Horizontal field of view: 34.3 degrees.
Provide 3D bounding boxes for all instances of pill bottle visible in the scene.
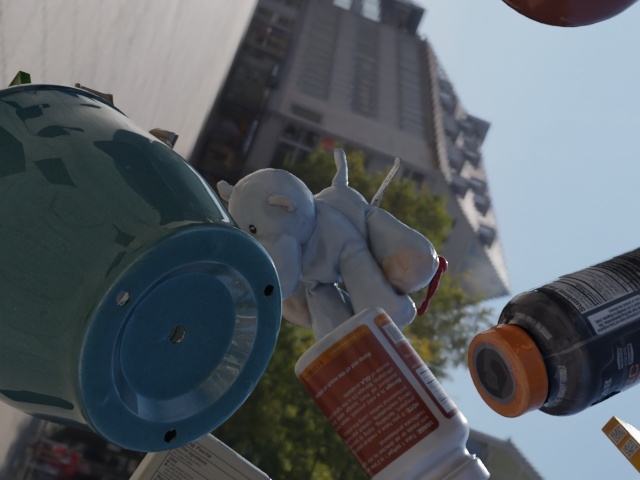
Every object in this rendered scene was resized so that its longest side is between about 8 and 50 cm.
[{"bbox_3d":[0.078,0.188,1.103,0.121,0.216,0.121,-34,167,-9],"label":"pill bottle"},{"bbox_3d":[0.267,0.095,1.036,0.130,0.245,0.130,40,-40,46],"label":"pill bottle"}]

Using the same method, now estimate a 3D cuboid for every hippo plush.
[{"bbox_3d":[0.000,0.000,1.332,0.234,0.236,0.294,12,-96,41],"label":"hippo plush"}]

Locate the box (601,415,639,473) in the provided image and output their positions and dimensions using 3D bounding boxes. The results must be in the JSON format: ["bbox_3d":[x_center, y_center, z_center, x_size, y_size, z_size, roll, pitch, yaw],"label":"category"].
[{"bbox_3d":[0.402,0.272,1.240,0.028,0.081,0.136,-51,-147,13],"label":"box"}]

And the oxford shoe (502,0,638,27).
[{"bbox_3d":[0.059,-0.273,0.535,0.123,0.348,0.130,-38,160,-3],"label":"oxford shoe"}]

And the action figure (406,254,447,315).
[{"bbox_3d":[0.149,0.090,1.906,0.280,0.091,0.139,-13,119,-53],"label":"action figure"}]

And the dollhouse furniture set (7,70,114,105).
[{"bbox_3d":[-0.359,-0.180,1.439,0.058,0.151,0.076,-45,-133,31],"label":"dollhouse furniture set"}]

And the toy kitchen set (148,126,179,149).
[{"bbox_3d":[-0.185,-0.100,1.087,0.068,0.083,0.075,-66,156,-16],"label":"toy kitchen set"}]

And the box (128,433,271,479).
[{"bbox_3d":[-0.211,0.385,1.295,0.311,0.148,0.121,-54,-175,-15],"label":"box"}]

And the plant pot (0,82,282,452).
[{"bbox_3d":[-0.176,0.036,0.840,0.255,0.271,0.272,27,-81,42],"label":"plant pot"}]
